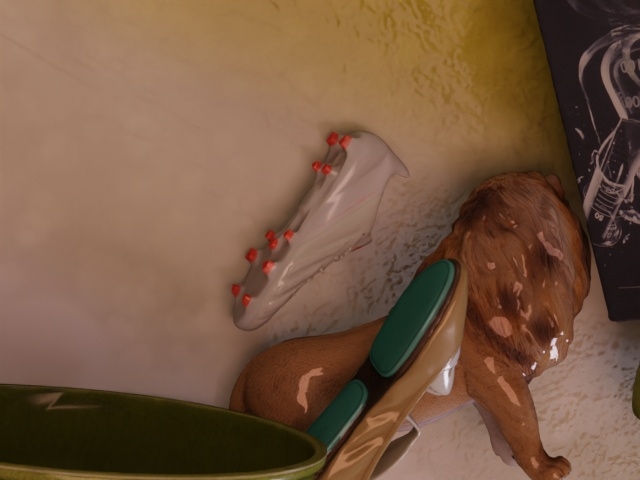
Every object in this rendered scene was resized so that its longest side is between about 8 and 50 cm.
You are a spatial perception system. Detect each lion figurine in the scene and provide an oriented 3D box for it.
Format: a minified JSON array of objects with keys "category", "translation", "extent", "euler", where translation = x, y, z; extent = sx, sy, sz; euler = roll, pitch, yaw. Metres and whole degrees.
[{"category":"lion figurine","translation":[0.058,0.112,1.521],"extent":[0.392,0.142,0.240],"euler":[-23,100,-3]}]

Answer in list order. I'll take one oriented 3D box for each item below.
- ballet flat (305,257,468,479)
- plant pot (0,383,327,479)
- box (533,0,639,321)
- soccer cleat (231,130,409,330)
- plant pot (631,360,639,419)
[{"category":"ballet flat","translation":[0.059,0.117,1.443],"extent":[0.073,0.080,0.232],"euler":[31,104,-24]},{"category":"plant pot","translation":[-0.195,0.309,1.355],"extent":[0.367,0.366,0.353],"euler":[5,93,-15]},{"category":"box","translation":[0.376,-0.118,1.428],"extent":[0.343,0.179,0.312],"euler":[-5,110,33]},{"category":"soccer cleat","translation":[0.000,0.000,1.518],"extent":[0.076,0.068,0.196],"euler":[34,90,-22]},{"category":"plant pot","translation":[0.421,0.140,1.534],"extent":[0.294,0.275,0.274],"euler":[20,100,23]}]
